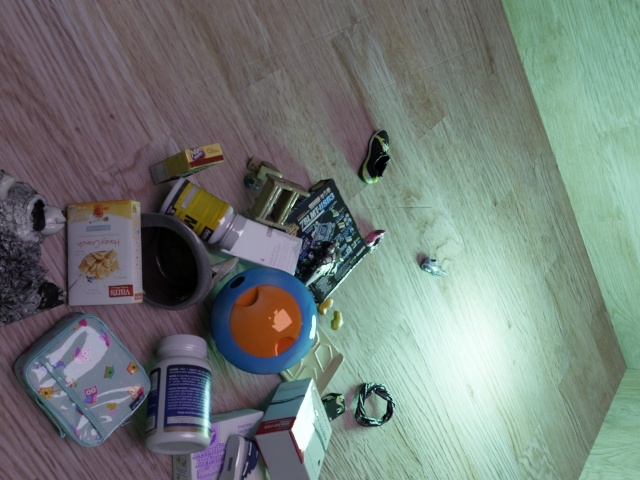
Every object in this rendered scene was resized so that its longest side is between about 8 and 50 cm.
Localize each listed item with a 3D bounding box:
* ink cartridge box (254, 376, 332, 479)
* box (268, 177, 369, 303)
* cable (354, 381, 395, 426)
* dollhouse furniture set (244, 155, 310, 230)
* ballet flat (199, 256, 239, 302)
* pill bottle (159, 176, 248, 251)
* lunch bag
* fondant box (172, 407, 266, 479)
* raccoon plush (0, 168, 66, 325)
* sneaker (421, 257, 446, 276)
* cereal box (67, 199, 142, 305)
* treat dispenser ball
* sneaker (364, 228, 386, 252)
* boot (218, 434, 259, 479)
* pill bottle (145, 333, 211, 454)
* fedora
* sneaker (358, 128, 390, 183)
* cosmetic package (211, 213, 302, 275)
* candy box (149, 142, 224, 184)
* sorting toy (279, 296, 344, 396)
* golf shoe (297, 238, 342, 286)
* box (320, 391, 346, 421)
[{"bbox_3d":[-0.069,0.544,1.774,0.273,0.114,0.197,-60,133,-69],"label":"ink cartridge box"},{"bbox_3d":[0.000,0.000,2.011,0.295,0.073,0.293,-46,116,-36],"label":"box"},{"bbox_3d":[0.187,0.563,2.159,0.184,0.047,0.150,12,72,-40],"label":"cable"},{"bbox_3d":[-0.143,-0.137,1.843,0.129,0.183,0.129,18,109,-36],"label":"dollhouse furniture set"},{"bbox_3d":[-0.291,0.098,1.694,0.168,0.057,0.052,-47,108,-3],"label":"ballet flat"},{"bbox_3d":[-0.303,-0.065,1.643,0.208,0.119,0.119,30,63,-9],"label":"pill bottle"},{"bbox_3d":[-0.537,0.323,1.435,0.224,0.108,0.279,-47,117,-36],"label":"lunch bag"},{"bbox_3d":[-0.264,0.637,1.676,0.238,0.096,0.330,0,85,-44],"label":"fondant box"},{"bbox_3d":[-0.716,0.043,1.241,0.446,0.216,0.299,-22,93,-43],"label":"raccoon plush"},{"bbox_3d":[0.448,0.101,2.447,0.135,0.052,0.058,26,64,-40],"label":"sneaker"},{"bbox_3d":[-0.501,0.030,1.460,0.047,0.173,0.240,14,73,-75],"label":"cereal box"},{"bbox_3d":[-0.151,0.215,1.695,0.288,0.288,0.288,6,82,-43],"label":"treat dispenser ball"},{"bbox_3d":[0.192,0.004,2.221,0.119,0.047,0.057,-37,126,-36],"label":"sneaker"},{"bbox_3d":[-0.208,0.604,1.620,0.086,0.069,0.190,33,62,-42],"label":"boot"},{"bbox_3d":[-0.345,0.376,1.545,0.153,0.153,0.264,25,48,-40],"label":"pill bottle"},{"bbox_3d":[-0.375,0.035,1.572,0.124,0.244,0.275,-66,141,-63],"label":"fedora"},{"bbox_3d":[0.217,-0.296,2.231,0.084,0.097,0.234,37,62,-36],"label":"sneaker"},{"bbox_3d":[-0.179,0.017,1.785,0.231,0.085,0.117,20,74,-24],"label":"cosmetic package"},{"bbox_3d":[-0.346,-0.196,1.617,0.109,0.187,0.053,-22,98,-42],"label":"candy box"},{"bbox_3d":[-0.021,0.334,1.985,0.229,0.041,0.307,52,53,-22],"label":"sorting toy"},{"bbox_3d":[0.008,0.086,1.913,0.198,0.077,0.094,-49,119,-32],"label":"golf shoe"},{"bbox_3d":[0.033,0.530,2.002,0.083,0.052,0.062,-21,99,-42],"label":"box"}]
